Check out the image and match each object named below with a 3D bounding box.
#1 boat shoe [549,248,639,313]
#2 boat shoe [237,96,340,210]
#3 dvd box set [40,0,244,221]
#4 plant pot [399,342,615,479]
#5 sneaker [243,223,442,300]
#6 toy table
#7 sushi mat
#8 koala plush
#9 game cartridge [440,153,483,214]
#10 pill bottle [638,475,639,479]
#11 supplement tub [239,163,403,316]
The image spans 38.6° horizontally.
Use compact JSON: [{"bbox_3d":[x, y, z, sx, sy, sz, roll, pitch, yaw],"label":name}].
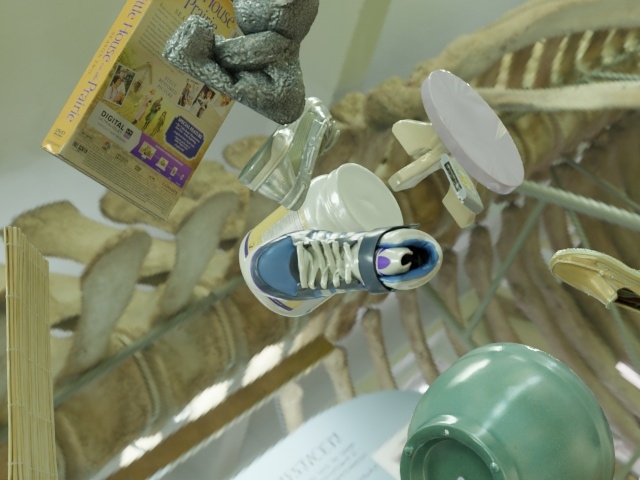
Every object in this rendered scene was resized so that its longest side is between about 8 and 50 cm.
[{"bbox_3d":[0.442,0.070,1.395,0.068,0.190,0.072,98,-169,-48],"label":"boat shoe"},{"bbox_3d":[-0.036,-0.140,1.463,0.118,0.103,0.320,-47,7,24],"label":"boat shoe"},{"bbox_3d":[-0.276,-0.274,1.627,0.420,0.062,0.307,-61,-32,-5],"label":"dvd box set"},{"bbox_3d":[0.234,0.309,1.278,0.196,0.293,0.293,-15,-42,-50],"label":"plant pot"},{"bbox_3d":[0.050,0.032,1.580,0.323,0.130,0.236,-1,-7,-21],"label":"sneaker"},{"bbox_3d":[0.256,-0.173,1.776,0.252,0.274,0.161,-3,-31,-40],"label":"toy table"},{"bbox_3d":[-0.358,0.154,1.133,0.019,0.316,0.151,-7,-18,-2],"label":"sushi mat"},{"bbox_3d":[-0.075,-0.301,1.313,0.221,0.203,0.196,-61,-4,4],"label":"koala plush"},{"bbox_3d":[0.192,-0.076,1.236,0.017,0.083,0.056,-34,-39,19],"label":"game cartridge"},{"bbox_3d":[0.719,0.457,1.654,0.153,0.264,0.153,-50,-31,-45],"label":"pill bottle"},{"bbox_3d":[0.000,0.000,2.070,0.331,0.241,0.241,-38,-11,33],"label":"supplement tub"}]
